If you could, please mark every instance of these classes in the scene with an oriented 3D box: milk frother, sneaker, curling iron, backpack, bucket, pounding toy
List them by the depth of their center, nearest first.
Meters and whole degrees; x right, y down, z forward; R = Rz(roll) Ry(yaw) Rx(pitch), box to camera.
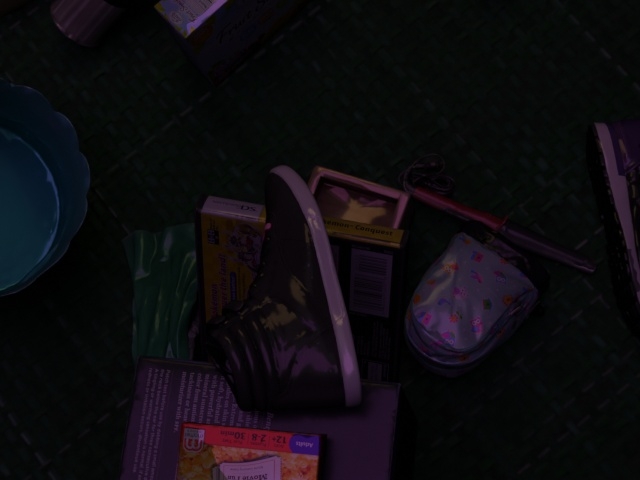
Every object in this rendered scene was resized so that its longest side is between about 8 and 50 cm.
[{"bbox_3d":[-0.060,0.050,1.504,0.146,0.104,0.296,-11,60,-8],"label":"sneaker"},{"bbox_3d":[0.175,0.074,1.730,0.152,0.115,0.182,35,72,20],"label":"backpack"},{"bbox_3d":[0.411,-0.020,1.737,0.124,0.107,0.283,-8,75,0],"label":"sneaker"},{"bbox_3d":[-0.432,-0.054,1.777,0.281,0.183,0.281,3,82,-17],"label":"bucket"},{"bbox_3d":[-0.009,0.007,1.791,0.206,0.094,0.181,17,78,13],"label":"pounding toy"},{"bbox_3d":[0.223,-0.030,1.795,0.274,0.035,0.068,29,69,13],"label":"curling iron"},{"bbox_3d":[-0.261,-0.323,1.916,0.143,0.129,0.135,41,122,-12],"label":"milk frother"}]

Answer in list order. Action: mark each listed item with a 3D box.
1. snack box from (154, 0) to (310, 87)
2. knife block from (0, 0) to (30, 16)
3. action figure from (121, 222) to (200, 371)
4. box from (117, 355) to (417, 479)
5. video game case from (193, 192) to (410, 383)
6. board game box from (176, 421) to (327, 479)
[{"bbox_3d":[-0.100,-0.315,1.845,0.207,0.174,0.070,-44,73,-5],"label":"snack box"},{"bbox_3d":[-0.329,-0.415,1.948,0.242,0.088,0.276,15,78,12],"label":"knife block"},{"bbox_3d":[-0.190,0.094,1.784,0.137,0.063,0.232,-13,58,24],"label":"action figure"},{"bbox_3d":[-0.046,0.252,1.631,0.294,0.296,0.183,6,76,9],"label":"box"},{"bbox_3d":[-0.024,0.078,1.701,0.248,0.275,0.035,10,41,10],"label":"video game case"},{"bbox_3d":[-0.075,0.287,1.447,0.146,0.045,0.194,3,84,9],"label":"board game box"}]
